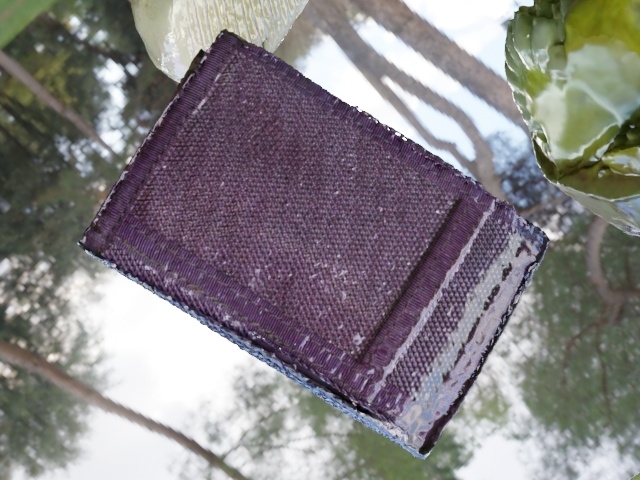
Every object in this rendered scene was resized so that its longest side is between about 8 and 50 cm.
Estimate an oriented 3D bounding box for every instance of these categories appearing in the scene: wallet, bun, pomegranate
[{"bbox_3d":[0.000,0.000,0.410,0.111,0.165,0.030,-59,-175,-5],"label":"wallet"},{"bbox_3d":[-0.101,-0.270,0.980,0.116,0.210,0.237,22,-117,29],"label":"bun"},{"bbox_3d":[0.257,-0.145,0.610,0.341,0.260,0.260,-62,-156,-2],"label":"pomegranate"}]

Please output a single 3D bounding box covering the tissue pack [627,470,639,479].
[{"bbox_3d":[0.401,0.337,1.043,0.159,0.234,0.125,-20,150,-34],"label":"tissue pack"}]
